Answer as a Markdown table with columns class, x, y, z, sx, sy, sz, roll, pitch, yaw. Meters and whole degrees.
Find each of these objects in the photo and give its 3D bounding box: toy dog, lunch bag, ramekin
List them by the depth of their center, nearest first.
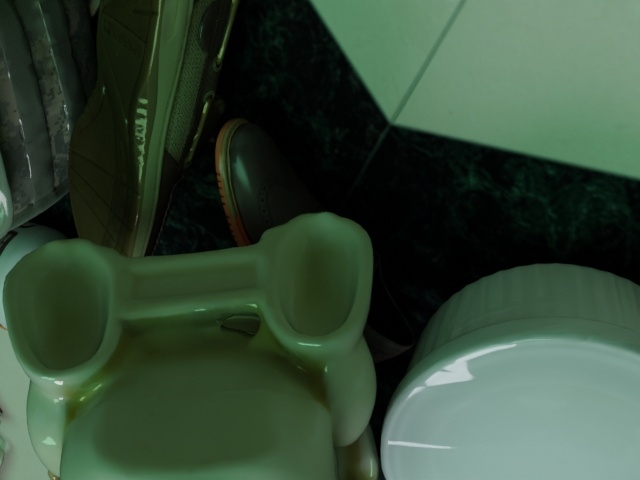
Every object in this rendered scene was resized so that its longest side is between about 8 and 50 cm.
| class | x | y | z | sx | sy | sz | roll | pitch | yaw |
| --- | --- | --- | --- | --- | --- | --- | --- | --- | --- |
| toy dog | -0.060 | 0.234 | 0.870 | 0.284 | 0.395 | 0.408 | -12 | 128 | -10 |
| ramekin | 0.188 | 0.139 | 0.873 | 0.272 | 0.127 | 0.273 | 6 | 127 | 8 |
| lunch bag | -0.330 | -0.122 | 0.937 | 0.169 | 0.287 | 0.235 | 13 | 127 | 26 |

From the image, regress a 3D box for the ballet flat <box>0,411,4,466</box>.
| class | x | y | z | sx | sy | sz | roll | pitch | yaw |
| --- | --- | --- | --- | --- | --- | --- | --- | --- | --- |
| ballet flat | -0.488 | 0.268 | 1.477 | 0.106 | 0.107 | 0.316 | 10 | 134 | 2 |

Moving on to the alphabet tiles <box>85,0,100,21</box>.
| class | x | y | z | sx | sy | sz | roll | pitch | yaw |
| --- | --- | --- | --- | --- | --- | --- | --- | --- | --- |
| alphabet tiles | -0.317 | -0.304 | 1.004 | 0.285 | 0.011 | 0.342 | 45 | 134 | -2 |

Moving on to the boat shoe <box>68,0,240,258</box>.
| class | x | y | z | sx | sy | sz | roll | pitch | yaw |
| --- | --- | --- | --- | --- | --- | --- | --- | --- | --- |
| boat shoe | -0.133 | -0.109 | 0.945 | 0.123 | 0.123 | 0.342 | 41 | 130 | 36 |

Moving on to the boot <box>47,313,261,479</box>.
| class | x | y | z | sx | sy | sz | roll | pitch | yaw |
| --- | --- | --- | --- | --- | --- | --- | --- | --- | --- |
| boot | -0.149 | 0.172 | 1.098 | 0.262 | 0.203 | 0.095 | -17 | 111 | 41 |

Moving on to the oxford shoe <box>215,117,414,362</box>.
| class | x | y | z | sx | sy | sz | roll | pitch | yaw |
| --- | --- | --- | --- | --- | --- | --- | --- | --- | --- |
| oxford shoe | 0.000 | 0.000 | 0.964 | 0.098 | 0.097 | 0.271 | -10 | 125 | 33 |

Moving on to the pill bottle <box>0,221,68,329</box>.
| class | x | y | z | sx | sy | sz | roll | pitch | yaw |
| --- | --- | --- | --- | --- | --- | --- | --- | --- | --- |
| pill bottle | -0.346 | 0.035 | 1.187 | 0.221 | 0.121 | 0.121 | 14 | 128 | 25 |

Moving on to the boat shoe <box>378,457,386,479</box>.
| class | x | y | z | sx | sy | sz | roll | pitch | yaw |
| --- | --- | --- | --- | --- | --- | --- | --- | --- | --- |
| boat shoe | -0.028 | 0.268 | 1.172 | 0.267 | 0.096 | 0.088 | 7 | 120 | 19 |
